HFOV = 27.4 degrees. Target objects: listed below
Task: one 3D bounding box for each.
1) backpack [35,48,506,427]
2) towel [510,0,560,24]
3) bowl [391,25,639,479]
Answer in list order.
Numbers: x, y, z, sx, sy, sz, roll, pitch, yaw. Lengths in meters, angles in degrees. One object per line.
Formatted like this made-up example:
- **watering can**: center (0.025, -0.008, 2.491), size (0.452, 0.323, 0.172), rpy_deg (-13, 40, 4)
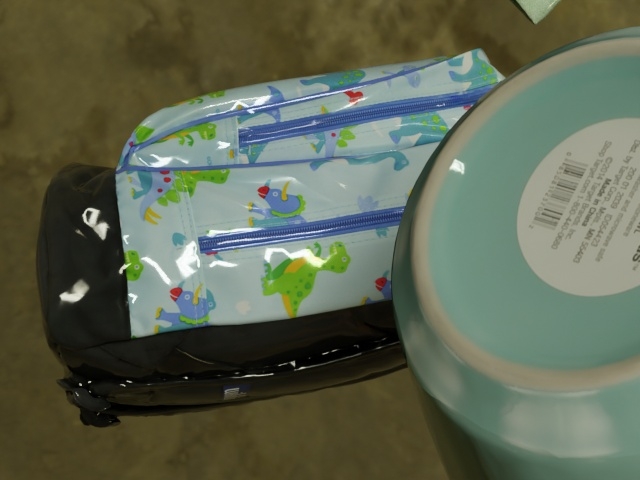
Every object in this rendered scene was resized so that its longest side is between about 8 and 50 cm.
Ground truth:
- **backpack**: center (0.000, 0.000, 0.934), size (0.355, 0.290, 0.273), rpy_deg (2, 74, -1)
- **towel**: center (0.221, -0.376, 1.094), size (0.248, 0.325, 0.038), rpy_deg (50, 6, 16)
- **bowl**: center (0.157, 0.019, 0.642), size (0.163, 0.311, 0.311), rpy_deg (39, 56, -47)
